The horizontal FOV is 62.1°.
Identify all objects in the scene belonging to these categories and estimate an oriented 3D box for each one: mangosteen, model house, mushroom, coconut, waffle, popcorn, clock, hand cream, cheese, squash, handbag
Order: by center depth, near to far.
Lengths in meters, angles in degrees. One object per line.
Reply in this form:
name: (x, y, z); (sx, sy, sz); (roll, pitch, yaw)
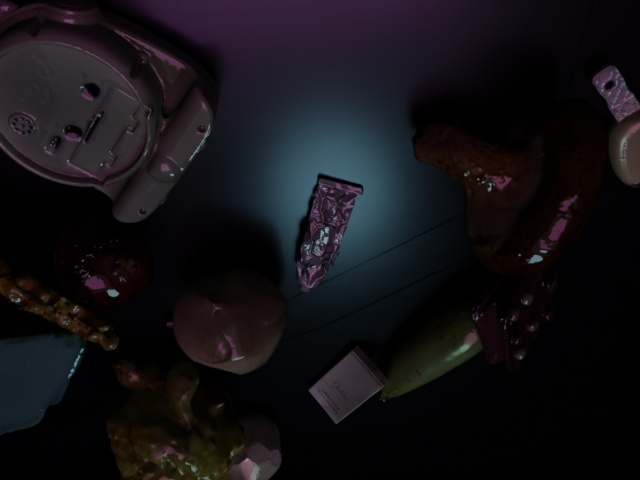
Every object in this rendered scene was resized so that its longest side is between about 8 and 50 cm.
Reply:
clock: (-0.329, -0.185, 0.730); (0.324, 0.108, 0.265); (28, 125, -26)
mushroom: (0.285, -0.069, 0.796); (0.255, 0.267, 0.267); (-12, 132, 6)
cheese: (0.495, -0.185, 0.834); (0.127, 0.054, 0.251); (-36, 125, 26)
mangosteen: (-0.381, 0.039, 0.909); (0.180, 0.166, 0.166); (-10, 137, 37)
waffle: (-0.491, 0.093, 0.915); (0.282, 0.058, 0.301); (8, 153, 49)
hand cream: (0.000, 0.003, 0.973); (0.084, 0.050, 0.257); (12, 127, -12)
coconut: (-0.162, 0.144, 0.988); (0.224, 0.224, 0.224); (-2, 133, -2)
model house: (-0.651, 0.213, 0.999); (0.230, 0.249, 0.280); (-63, 159, 5)
handbag: (0.387, 0.127, 1.024); (0.216, 0.074, 0.203); (-46, 134, -24)
squash: (0.236, 0.247, 1.170); (0.118, 0.118, 0.370); (22, 132, -23)
popcorn: (-0.330, 0.421, 1.182); (0.274, 0.279, 0.335); (-12, 148, 33)
coconut: (-0.183, 0.544, 1.358); (0.171, 0.183, 0.171); (-4, 133, -4)

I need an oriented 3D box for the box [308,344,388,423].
box: (0.063, 0.343, 1.256); (0.109, 0.029, 0.198); (48, 124, 11)

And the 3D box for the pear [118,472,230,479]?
pear: (-0.390, 0.702, 1.436); (0.340, 0.191, 0.386); (1, 138, 18)

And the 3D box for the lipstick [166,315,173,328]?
lipstick: (-0.232, 0.163, 1.114); (0.176, 0.027, 0.027); (-6, 133, -1)
